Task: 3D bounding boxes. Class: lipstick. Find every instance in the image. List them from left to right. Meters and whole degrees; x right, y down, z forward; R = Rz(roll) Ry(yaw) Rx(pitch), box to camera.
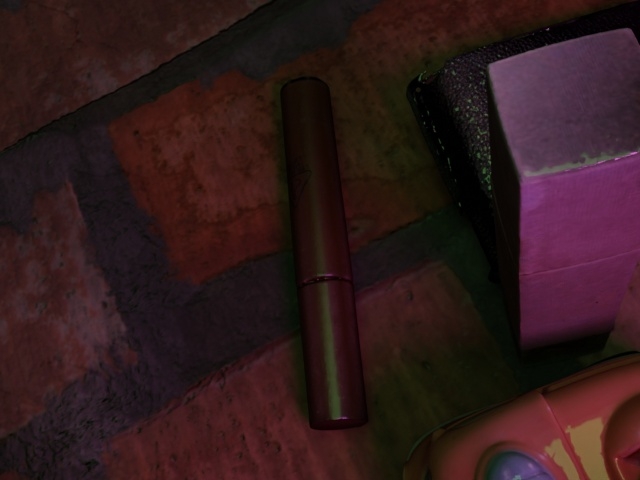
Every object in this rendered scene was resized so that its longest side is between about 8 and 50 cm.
[{"bbox_3d":[0.000,0.000,0.750,0.057,0.057,0.356,-11,67,10],"label":"lipstick"},{"bbox_3d":[0.164,0.004,0.531,0.080,0.371,0.076,-13,66,9],"label":"lipstick"}]

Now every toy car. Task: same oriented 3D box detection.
[{"bbox_3d":[0.187,0.177,0.544,0.270,0.212,0.180,-23,65,5],"label":"toy car"}]

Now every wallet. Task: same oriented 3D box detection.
[{"bbox_3d":[0.239,-0.102,0.727,0.262,0.071,0.221,-20,64,-2],"label":"wallet"}]
